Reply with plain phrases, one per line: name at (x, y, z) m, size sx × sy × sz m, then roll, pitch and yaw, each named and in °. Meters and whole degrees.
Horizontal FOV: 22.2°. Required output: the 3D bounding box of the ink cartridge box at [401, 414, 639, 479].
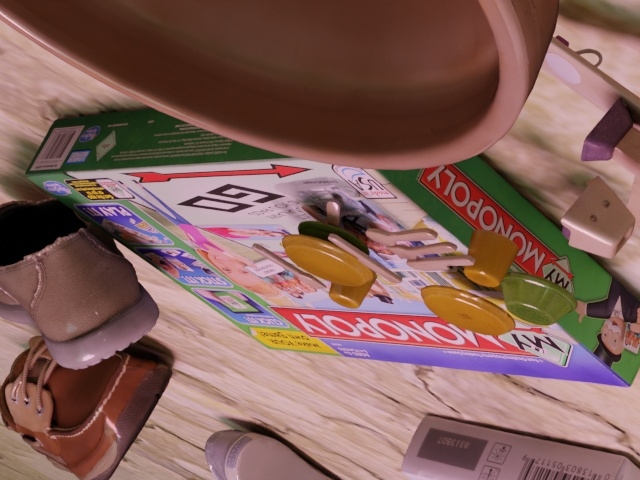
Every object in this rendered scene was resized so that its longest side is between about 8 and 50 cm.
ink cartridge box at (0.197, 0.214, 1.198) m, size 0.189 × 0.066 × 0.232 m, roll 6°, pitch 149°, yaw 47°

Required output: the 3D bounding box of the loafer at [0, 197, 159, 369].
loafer at (-0.175, 0.005, 1.054) m, size 0.251 × 0.094 × 0.087 m, roll 23°, pitch 140°, yaw 62°

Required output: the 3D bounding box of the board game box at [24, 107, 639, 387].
board game box at (0.000, 0.000, 0.898) m, size 0.213 × 0.046 × 0.317 m, roll 39°, pitch 158°, yaw -31°

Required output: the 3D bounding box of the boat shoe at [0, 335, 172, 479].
boat shoe at (-0.233, 0.149, 1.488) m, size 0.120 × 0.122 × 0.324 m, roll 34°, pitch 160°, yaw -12°

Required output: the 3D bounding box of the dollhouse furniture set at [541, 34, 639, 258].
dollhouse furniture set at (0.103, -0.034, 0.638) m, size 0.081 × 0.091 × 0.114 m, roll 37°, pitch 168°, yaw 16°

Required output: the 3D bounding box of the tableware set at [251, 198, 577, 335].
tableware set at (0.045, 0.014, 0.772) m, size 0.104 × 0.024 × 0.154 m, roll 33°, pitch 159°, yaw -27°

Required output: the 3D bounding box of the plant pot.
plant pot at (-0.029, -0.129, 0.491) m, size 0.237 × 0.109 × 0.237 m, roll 23°, pitch 162°, yaw 8°

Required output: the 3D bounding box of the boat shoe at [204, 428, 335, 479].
boat shoe at (-0.026, 0.248, 1.562) m, size 0.081 × 0.079 × 0.227 m, roll 18°, pitch 157°, yaw 52°
